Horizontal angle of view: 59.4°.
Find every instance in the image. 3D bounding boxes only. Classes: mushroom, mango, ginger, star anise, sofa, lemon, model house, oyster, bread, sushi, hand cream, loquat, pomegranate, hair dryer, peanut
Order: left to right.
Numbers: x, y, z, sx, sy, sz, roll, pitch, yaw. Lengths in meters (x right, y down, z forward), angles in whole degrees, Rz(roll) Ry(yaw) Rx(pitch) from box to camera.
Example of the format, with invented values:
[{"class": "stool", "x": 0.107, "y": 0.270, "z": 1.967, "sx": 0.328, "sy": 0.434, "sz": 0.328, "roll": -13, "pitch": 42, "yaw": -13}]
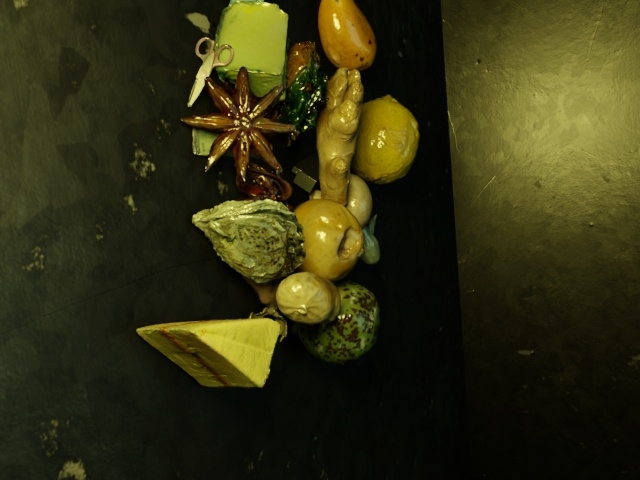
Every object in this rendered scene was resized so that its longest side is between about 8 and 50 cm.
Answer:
[{"class": "bread", "x": -0.218, "y": 0.182, "z": 1.157, "sx": 0.264, "sy": 0.167, "sz": 0.163, "roll": 57, "pitch": 39, "yaw": -44}, {"class": "hand cream", "x": -0.213, "y": -0.230, "z": 1.331, "sx": 0.235, "sy": 0.055, "sz": 0.087, "roll": 2, "pitch": 81, "yaw": -55}, {"class": "star anise", "x": -0.184, "y": -0.258, "z": 1.272, "sx": 0.271, "sy": 0.102, "sz": 0.272, "roll": -1, "pitch": 93, "yaw": -22}, {"class": "model house", "x": -0.162, "y": -0.449, "z": 1.389, "sx": 0.211, "sy": 0.170, "sz": 0.194, "roll": 94, "pitch": -3, "yaw": -77}, {"class": "oyster", "x": -0.146, "y": -0.014, "z": 1.290, "sx": 0.268, "sy": 0.198, "sz": 0.112, "roll": 52, "pitch": 0, "yaw": -37}, {"class": "star anise", "x": -0.130, "y": -0.106, "z": 1.408, "sx": 0.220, "sy": 0.125, "sz": 0.190, "roll": -24, "pitch": 113, "yaw": -65}, {"class": "sushi", "x": -0.041, "y": -0.392, "z": 1.480, "sx": 0.149, "sy": 0.287, "sz": 0.140, "roll": 6, "pitch": 42, "yaw": -32}, {"class": "sofa", "x": -0.030, "y": -0.202, "z": 1.692, "sx": 0.060, "sy": 0.085, "sz": 0.147, "roll": -58, "pitch": 174, "yaw": 34}, {"class": "peanut", "x": -0.021, "y": 0.148, "z": 1.403, "sx": 0.224, "sy": 0.129, "sz": 0.129, "roll": 17, "pitch": 73, "yaw": -60}, {"class": "loquat", "x": 0.000, "y": 0.000, "z": 1.533, "sx": 0.244, "sy": 0.243, "sz": 0.244, "roll": 8, "pitch": 81, "yaw": -63}, {"class": "pomegranate", "x": 0.050, "y": 0.219, "z": 1.613, "sx": 0.254, "sy": 0.254, "sz": 0.271, "roll": -63, "pitch": 144, "yaw": -44}, {"class": "mushroom", "x": 0.055, "y": -0.110, "z": 1.738, "sx": 0.204, "sy": 0.204, "sz": 0.204, "roll": 8, "pitch": 81, "yaw": -63}, {"class": "mango", "x": 0.080, "y": -0.679, "z": 1.838, "sx": 0.191, "sy": 0.159, "sz": 0.290, "roll": -60, "pitch": 136, "yaw": -33}, {"class": "ginger", "x": 0.072, "y": -0.292, "z": 1.576, "sx": 0.166, "sy": 0.236, "sz": 0.376, "roll": -9, "pitch": 84, "yaw": -35}, {"class": "hair dryer", "x": 0.151, "y": -0.068, "z": 2.049, "sx": 0.229, "sy": 0.092, "sz": 0.267, "roll": 54, "pitch": 28, "yaw": -40}, {"class": "lemon", "x": 0.215, "y": -0.350, "z": 1.959, "sx": 0.268, "sy": 0.268, "sz": 0.322, "roll": 42, "pitch": 63, "yaw": -55}]

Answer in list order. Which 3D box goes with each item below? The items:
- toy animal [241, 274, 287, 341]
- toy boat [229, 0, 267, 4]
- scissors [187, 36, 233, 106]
[{"class": "toy animal", "x": -0.140, "y": 0.135, "z": 1.420, "sx": 0.214, "sy": 0.093, "sz": 0.186, "roll": 56, "pitch": 36, "yaw": -34}, {"class": "toy boat", "x": -0.155, "y": -0.656, "z": 1.429, "sx": 0.098, "sy": 0.109, "sz": 0.238, "roll": 82, "pitch": 22, "yaw": -61}, {"class": "scissors", "x": -0.257, "y": -0.373, "z": 1.248, "sx": 0.022, "sy": 0.085, "sz": 0.176, "roll": 127, "pitch": -18, "yaw": -73}]
